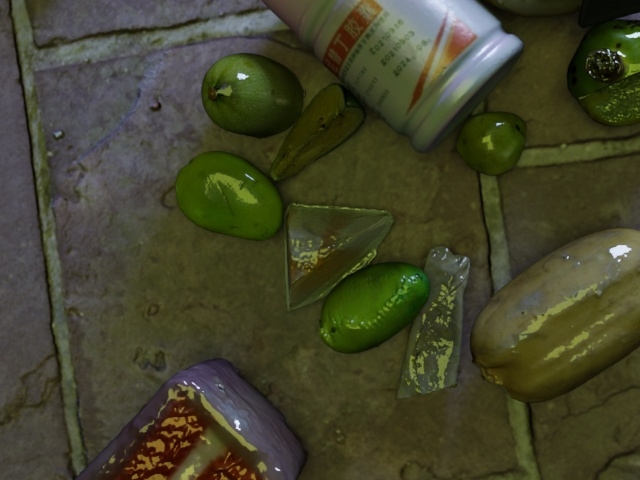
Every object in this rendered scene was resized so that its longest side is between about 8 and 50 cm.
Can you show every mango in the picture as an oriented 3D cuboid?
[{"bbox_3d":[-0.128,-0.066,1.412,0.163,0.089,0.117,12,107,10],"label":"mango"},{"bbox_3d":[0.076,0.094,1.366,0.178,0.119,0.100,-31,126,26],"label":"mango"}]

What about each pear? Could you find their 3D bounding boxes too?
[{"bbox_3d":[0.236,-0.138,1.353,0.097,0.092,0.092,-42,85,9],"label":"pear"}]

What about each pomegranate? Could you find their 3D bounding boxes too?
[{"bbox_3d":[0.388,-0.232,1.290,0.143,0.169,0.122,-22,61,36],"label":"pomegranate"}]

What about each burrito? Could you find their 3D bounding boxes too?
[{"bbox_3d":[0.164,0.121,1.384,0.087,0.060,0.226,9,93,10],"label":"burrito"}]

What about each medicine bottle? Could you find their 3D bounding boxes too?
[{"bbox_3d":[0.091,-0.290,1.314,0.316,0.202,0.202,44,98,6],"label":"medicine bottle"}]

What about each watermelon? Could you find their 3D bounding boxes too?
[{"bbox_3d":[-0.006,-0.166,1.385,0.181,0.092,0.075,-42,75,42],"label":"watermelon"}]

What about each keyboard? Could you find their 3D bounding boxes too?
[{"bbox_3d":[0.503,-0.354,1.266,0.381,0.103,0.041,-13,50,-12],"label":"keyboard"}]

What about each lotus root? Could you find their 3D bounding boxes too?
[{"bbox_3d":[0.354,0.084,1.310,0.342,0.151,0.169,-35,101,5],"label":"lotus root"}]

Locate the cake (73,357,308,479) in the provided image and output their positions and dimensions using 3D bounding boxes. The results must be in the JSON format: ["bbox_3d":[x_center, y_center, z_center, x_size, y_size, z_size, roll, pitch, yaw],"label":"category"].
[{"bbox_3d":[-0.186,0.337,1.366,0.237,0.230,0.309,43,98,4],"label":"cake"}]

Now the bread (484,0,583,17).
[{"bbox_3d":[0.337,-0.408,1.284,0.192,0.171,0.314,44,96,1],"label":"bread"}]

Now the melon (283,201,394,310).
[{"bbox_3d":[-0.002,-0.002,1.397,0.202,0.093,0.139,-40,74,3],"label":"melon"}]

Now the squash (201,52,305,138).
[{"bbox_3d":[-0.105,-0.204,1.362,0.123,0.186,0.123,1,93,16],"label":"squash"}]
